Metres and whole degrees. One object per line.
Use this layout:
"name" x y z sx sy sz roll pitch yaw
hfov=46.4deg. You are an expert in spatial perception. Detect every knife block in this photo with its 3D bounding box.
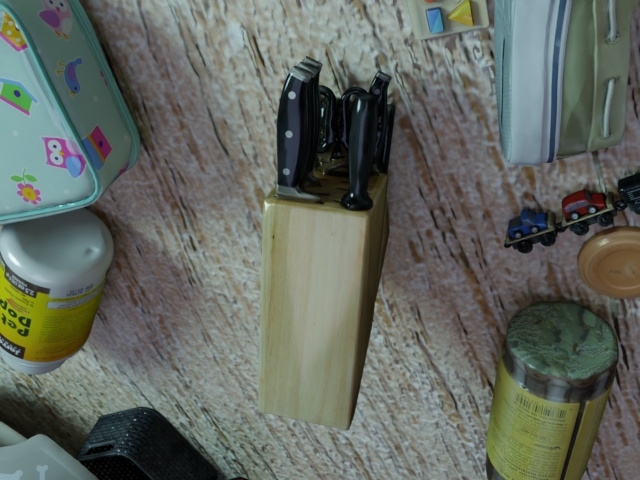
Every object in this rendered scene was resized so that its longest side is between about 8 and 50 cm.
"knife block" 0.000 0.000 0.620 0.088 0.276 0.242 9 161 12

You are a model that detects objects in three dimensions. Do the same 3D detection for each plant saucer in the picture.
"plant saucer" 0.281 0.023 0.690 0.083 0.013 0.083 10 131 11

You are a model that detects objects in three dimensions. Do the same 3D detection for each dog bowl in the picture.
"dog bowl" -0.437 0.351 1.078 0.349 0.102 0.349 25 147 18

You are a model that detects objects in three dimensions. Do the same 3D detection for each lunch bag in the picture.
"lunch bag" -0.323 -0.118 0.705 0.279 0.108 0.224 -6 125 24

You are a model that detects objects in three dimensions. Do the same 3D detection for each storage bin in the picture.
"storage bin" -0.252 0.336 1.089 0.122 0.084 0.180 -19 120 31

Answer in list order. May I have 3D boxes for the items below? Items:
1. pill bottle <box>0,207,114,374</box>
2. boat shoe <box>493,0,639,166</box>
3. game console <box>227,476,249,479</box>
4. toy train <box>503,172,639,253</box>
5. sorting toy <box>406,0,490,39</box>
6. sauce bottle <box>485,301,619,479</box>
"pill bottle" -0.313 0.063 0.853 0.117 0.117 0.215 26 132 -4
"boat shoe" 0.170 -0.182 0.508 0.094 0.109 0.302 -7 137 5
"game console" -0.255 0.459 1.048 0.342 0.060 0.386 -21 150 -18
"toy train" 0.231 -0.026 0.655 0.158 0.027 0.036 -22 116 32
"sorting toy" 0.092 -0.195 0.568 0.062 0.012 0.083 -4 128 22
"sauce bottle" 0.233 0.219 0.807 0.111 0.111 0.344 8 130 12
